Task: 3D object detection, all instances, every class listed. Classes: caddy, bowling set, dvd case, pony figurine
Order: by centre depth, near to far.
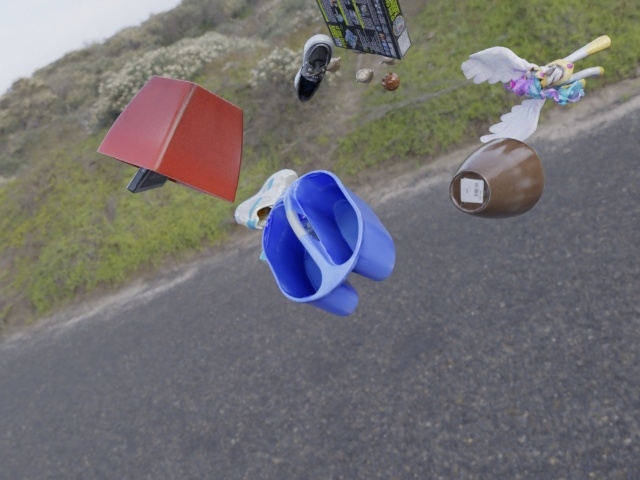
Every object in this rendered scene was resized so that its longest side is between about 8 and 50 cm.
[{"bbox_3d":[0.000,0.000,1.506,0.241,0.179,0.341,-46,40,14],"label":"caddy"},{"bbox_3d":[-0.377,-0.225,1.765,0.238,0.030,0.179,-53,-2,14],"label":"dvd case"},{"bbox_3d":[0.622,-0.456,2.035,0.364,0.302,0.351,-23,1,-35],"label":"pony figurine"},{"bbox_3d":[0.157,-0.527,2.110,0.287,0.199,0.154,-29,6,14],"label":"bowling set"}]

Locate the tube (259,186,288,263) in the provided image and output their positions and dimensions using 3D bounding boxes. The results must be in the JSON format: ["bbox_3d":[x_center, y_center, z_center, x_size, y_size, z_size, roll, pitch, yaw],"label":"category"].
[{"bbox_3d":[-0.097,-0.034,1.858,0.052,0.080,0.207,8,71,53],"label":"tube"}]

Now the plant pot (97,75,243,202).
[{"bbox_3d":[-0.350,-0.267,1.776,0.267,0.267,0.235,19,89,41],"label":"plant pot"}]

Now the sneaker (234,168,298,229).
[{"bbox_3d":[-0.135,-0.113,2.015,0.092,0.087,0.228,25,61,38],"label":"sneaker"}]

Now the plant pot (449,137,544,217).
[{"bbox_3d":[0.425,-0.142,1.782,0.216,0.215,0.230,-13,4,37],"label":"plant pot"}]

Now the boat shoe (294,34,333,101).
[{"bbox_3d":[-0.021,-0.453,1.887,0.228,0.080,0.076,131,143,-58],"label":"boat shoe"}]

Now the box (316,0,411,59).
[{"bbox_3d":[0.095,-0.584,1.759,0.216,0.270,0.060,22,69,33],"label":"box"}]
